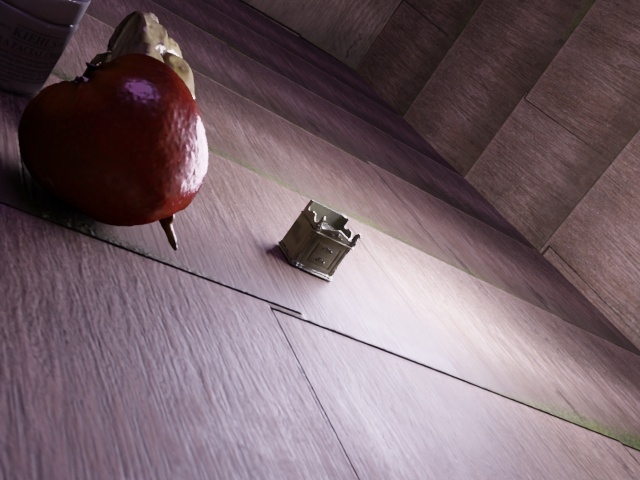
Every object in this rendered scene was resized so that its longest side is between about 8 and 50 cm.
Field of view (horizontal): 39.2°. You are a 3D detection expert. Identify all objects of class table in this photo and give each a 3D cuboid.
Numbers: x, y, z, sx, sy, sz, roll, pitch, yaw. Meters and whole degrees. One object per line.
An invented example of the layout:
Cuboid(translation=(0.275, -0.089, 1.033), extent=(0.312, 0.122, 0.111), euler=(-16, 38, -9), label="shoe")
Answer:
Cuboid(translation=(0.000, 0.000, 1.283), extent=(0.079, 0.083, 0.062), euler=(25, 18, -33), label="table")

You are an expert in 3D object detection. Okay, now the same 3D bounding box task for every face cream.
Cuboid(translation=(-0.418, -0.302, 1.195), extent=(0.177, 0.153, 0.177), euler=(31, 18, -11), label="face cream")

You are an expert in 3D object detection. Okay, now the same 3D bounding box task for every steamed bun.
Cuboid(translation=(-0.242, -0.193, 1.190), extent=(0.106, 0.177, 0.192), euler=(29, 21, -32), label="steamed bun")

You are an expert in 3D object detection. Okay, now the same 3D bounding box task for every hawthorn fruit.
Cuboid(translation=(-0.210, -0.087, 0.988), extent=(0.225, 0.196, 0.196), euler=(62, 7, -20), label="hawthorn fruit")
